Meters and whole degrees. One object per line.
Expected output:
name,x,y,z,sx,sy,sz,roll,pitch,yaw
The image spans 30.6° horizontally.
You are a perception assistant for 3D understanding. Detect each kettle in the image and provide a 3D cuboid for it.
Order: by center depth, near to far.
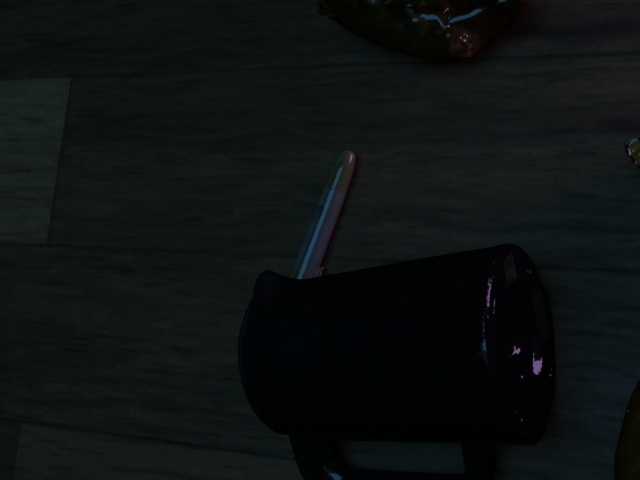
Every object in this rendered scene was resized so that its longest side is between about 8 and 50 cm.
kettle,0.094,0.143,1.304,0.308,0.262,0.203,-8,41,29

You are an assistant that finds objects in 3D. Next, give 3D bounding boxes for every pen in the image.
pen,0.000,0.000,1.445,0.040,0.032,0.233,21,89,6

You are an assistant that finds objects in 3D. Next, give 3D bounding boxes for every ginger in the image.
ginger,0.100,-0.292,1.414,0.309,0.107,0.133,32,72,30

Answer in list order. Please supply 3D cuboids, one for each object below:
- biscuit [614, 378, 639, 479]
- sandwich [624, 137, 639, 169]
biscuit,0.410,0.221,1.112,0.318,0.040,0.317,-23,60,48
sandwich,0.423,-0.041,1.217,0.193,0.058,0.162,-7,77,24
